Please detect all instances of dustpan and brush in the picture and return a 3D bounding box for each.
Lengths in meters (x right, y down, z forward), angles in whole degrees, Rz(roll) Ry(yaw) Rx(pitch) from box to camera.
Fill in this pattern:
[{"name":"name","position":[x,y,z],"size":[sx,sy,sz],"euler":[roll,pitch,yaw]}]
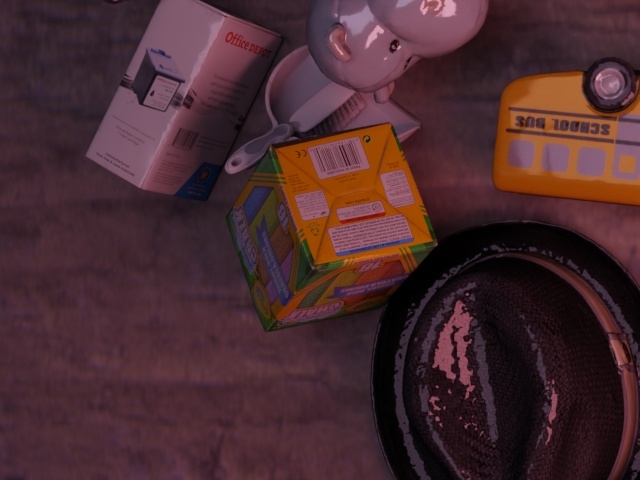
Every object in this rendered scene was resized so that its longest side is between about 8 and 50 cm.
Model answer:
[{"name":"dustpan and brush","position":[-0.017,-0.111,1.849],"size":[0.147,0.060,0.211],"euler":[39,62,20]}]

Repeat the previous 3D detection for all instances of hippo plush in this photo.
[{"name":"hippo plush","position":[0.031,-0.269,1.783],"size":[0.294,0.234,0.236],"euler":[-19,61,18]}]

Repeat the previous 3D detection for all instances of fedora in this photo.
[{"name":"fedora","position":[0.168,0.144,1.779],"size":[0.334,0.152,0.334],"euler":[-1,87,22]}]

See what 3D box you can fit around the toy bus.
[{"name":"toy bus","position":[0.333,-0.092,1.748],"size":[0.332,0.108,0.130],"euler":[7,90,22]}]

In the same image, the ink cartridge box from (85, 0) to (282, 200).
[{"name":"ink cartridge box","position":[-0.134,-0.144,1.920],"size":[0.082,0.139,0.191],"euler":[28,97,22]}]

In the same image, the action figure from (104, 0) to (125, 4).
[{"name":"action figure","position":[-0.213,-0.333,1.934],"size":[0.141,0.164,0.276],"euler":[-35,32,-4]}]

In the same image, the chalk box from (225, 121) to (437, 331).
[{"name":"chalk box","position":[0.000,0.000,1.828],"size":[0.132,0.213,0.132],"euler":[-13,71,-22]}]
